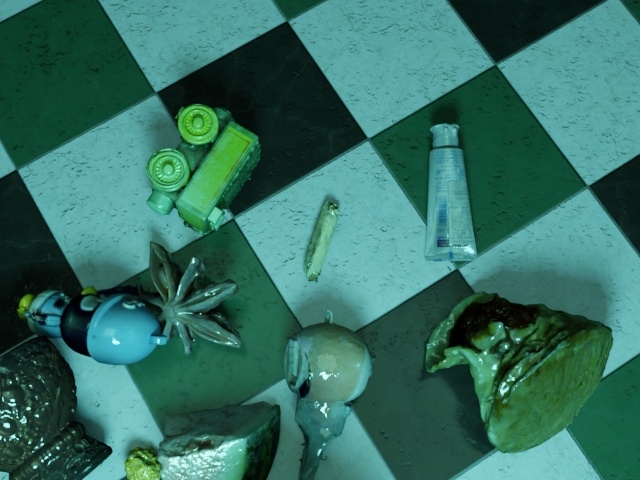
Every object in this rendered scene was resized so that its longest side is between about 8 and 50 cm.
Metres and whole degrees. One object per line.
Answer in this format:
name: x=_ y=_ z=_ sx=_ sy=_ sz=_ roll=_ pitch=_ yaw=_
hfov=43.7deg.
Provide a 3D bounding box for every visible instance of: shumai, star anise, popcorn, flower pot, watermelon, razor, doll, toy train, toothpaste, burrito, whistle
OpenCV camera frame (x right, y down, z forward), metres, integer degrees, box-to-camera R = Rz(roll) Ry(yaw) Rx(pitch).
shumai: x=0.383 y=0.216 z=1.597 sx=0.329 sy=0.292 sz=0.288 roll=-32 pitch=40 yaw=-16
star anise: x=-0.263 y=0.130 z=1.644 sx=0.257 sy=0.110 sz=0.199 roll=17 pitch=99 yaw=20
popcorn: x=-0.345 y=0.445 z=1.573 sx=0.082 sy=0.083 sz=0.057 roll=38 pitch=109 yaw=42
flower pot: x=-0.549 y=0.361 z=1.509 sx=0.266 sy=0.266 sz=0.267 roll=-39 pitch=88 yaw=-10
watermelon: x=-0.209 y=0.433 z=1.557 sx=0.231 sy=0.193 sz=0.310 roll=39 pitch=90 yaw=-10
razor: x=-0.449 y=0.114 z=1.690 sx=0.154 sy=0.044 sz=0.028 roll=-9 pitch=34 yaw=1
doll: x=-0.444 y=0.163 z=1.584 sx=0.313 sy=0.177 sz=0.141 roll=13 pitch=95 yaw=16
toy train: x=-0.250 y=-0.156 z=1.703 sx=0.188 sy=0.159 sz=0.272 roll=32 pitch=76 yaw=2
toothpaste: x=0.278 y=-0.102 z=1.740 sx=0.113 sy=0.073 sz=0.300 roll=-1 pitch=81 yaw=-1
burrito: x=0.000 y=0.000 z=1.720 sx=0.045 sy=0.041 sz=0.186 roll=31 pitch=71 yaw=-35
whistle: x=0.014 y=0.309 z=1.577 sx=0.189 sy=0.189 sz=0.348 roll=6 pitch=88 yaw=1
